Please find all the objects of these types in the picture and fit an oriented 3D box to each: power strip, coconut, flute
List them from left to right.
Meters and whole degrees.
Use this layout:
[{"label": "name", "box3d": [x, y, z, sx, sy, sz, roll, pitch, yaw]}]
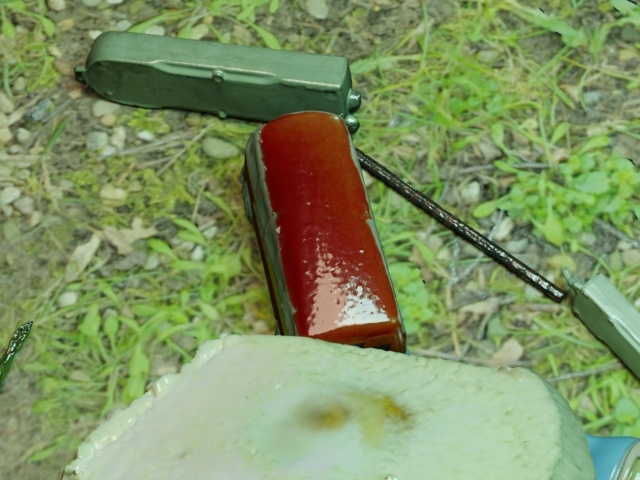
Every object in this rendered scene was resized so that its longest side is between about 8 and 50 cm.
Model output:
[{"label": "power strip", "box3d": [-0.100, -0.156, 1.402, 0.285, 0.080, 0.048, 7, 56, 7]}, {"label": "coconut", "box3d": [0.028, 0.278, 1.026, 0.404, 0.405, 0.405, 0, 62, 1]}, {"label": "flute", "box3d": [0.121, -0.021, 1.361, 0.269, 0.014, 0.014, 36, 68, 18]}, {"label": "power strip", "box3d": [0.282, 0.092, 1.280, 0.030, 0.047, 0.191, -32, 67, -20]}]

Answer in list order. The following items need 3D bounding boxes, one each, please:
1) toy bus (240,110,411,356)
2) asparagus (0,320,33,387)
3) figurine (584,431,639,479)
[{"label": "toy bus", "box3d": [0.000, 0.000, 1.291, 0.121, 0.120, 0.265, -10, 63, -6]}, {"label": "asparagus", "box3d": [-0.288, 0.121, 1.290, 0.015, 0.014, 0.114, 16, 63, 8]}, {"label": "figurine", "box3d": [0.279, 0.264, 1.126, 0.262, 0.180, 0.154, 40, 99, 14]}]
